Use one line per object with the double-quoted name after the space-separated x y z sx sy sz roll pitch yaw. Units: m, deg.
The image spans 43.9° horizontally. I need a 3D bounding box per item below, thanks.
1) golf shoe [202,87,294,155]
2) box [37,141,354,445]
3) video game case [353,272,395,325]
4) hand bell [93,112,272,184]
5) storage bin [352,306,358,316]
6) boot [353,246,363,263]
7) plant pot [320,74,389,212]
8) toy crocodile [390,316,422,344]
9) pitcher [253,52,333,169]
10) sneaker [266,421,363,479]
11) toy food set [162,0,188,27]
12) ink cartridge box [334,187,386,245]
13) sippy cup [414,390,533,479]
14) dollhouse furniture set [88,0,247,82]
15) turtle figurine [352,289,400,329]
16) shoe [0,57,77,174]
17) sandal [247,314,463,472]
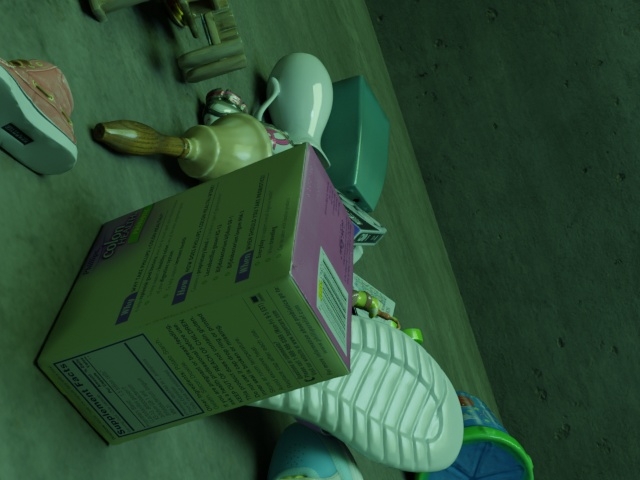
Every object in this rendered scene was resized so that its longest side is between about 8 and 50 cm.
-0.110 -0.149 1.218 0.186 0.067 0.086 33 48 -36 "golf shoe"
-0.100 0.046 0.739 0.214 0.242 0.117 -86 152 -55 "box"
0.066 0.104 1.463 0.157 0.019 0.143 36 22 -3 "video game case"
-0.177 -0.116 0.965 0.242 0.126 0.126 6 65 -59 "hand bell"
0.004 0.151 1.236 0.180 0.084 0.122 -9 80 -72 "storage bin"
0.000 0.000 1.376 0.123 0.095 0.258 63 15 -8 "boot"
0.039 -0.170 1.579 0.166 0.165 0.234 49 35 -51 "plant pot"
0.136 0.230 1.566 0.340 0.105 0.115 32 42 -58 "toy crocodile"
-0.055 -0.245 1.454 0.177 0.125 0.207 24 58 -48 "pitcher"
-0.036 0.307 0.865 0.319 0.127 0.208 -94 159 -43 "sneaker"
-0.217 -0.364 1.210 0.083 0.020 0.083 -91 156 -47 "toy food set"
-0.005 -0.066 1.322 0.206 0.045 0.208 40 14 16 "ink cartridge box"
0.296 0.437 1.640 0.224 0.240 0.306 -94 169 -70 "sippy cup"
-0.212 -0.336 1.057 0.242 0.160 0.212 105 -33 -86 "dollhouse furniture set"
-0.033 0.062 1.092 0.217 0.269 0.087 57 -39 46 "turtle figurine"
-0.278 -0.135 0.702 0.178 0.063 0.081 54 22 -58 "shoe"
0.005 0.168 0.984 0.416 0.102 0.169 28 62 -24 "sandal"
